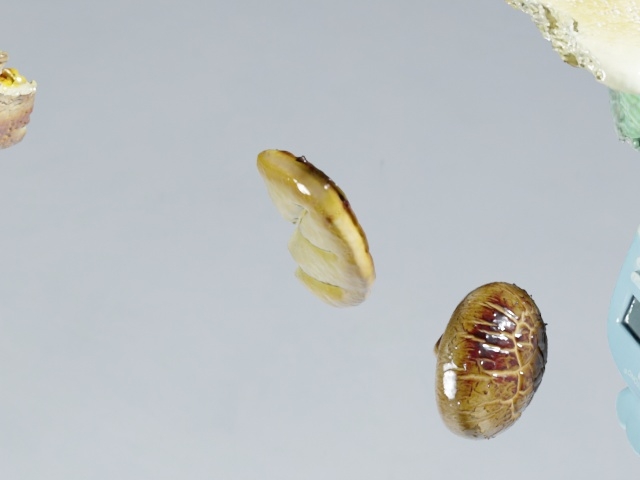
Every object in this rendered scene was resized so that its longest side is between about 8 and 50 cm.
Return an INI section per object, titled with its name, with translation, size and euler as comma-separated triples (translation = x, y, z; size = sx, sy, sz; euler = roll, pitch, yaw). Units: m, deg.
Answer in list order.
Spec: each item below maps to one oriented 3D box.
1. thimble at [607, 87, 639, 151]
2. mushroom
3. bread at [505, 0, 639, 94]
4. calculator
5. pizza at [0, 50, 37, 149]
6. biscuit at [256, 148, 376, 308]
[thimble]
translation = 0.454, -0.190, 1.906
size = 0.219, 0.219, 0.150
euler = -5, 82, -6
[mushroom]
translation = 0.128, 0.090, 1.195
size = 0.085, 0.109, 0.126
euler = 19, 75, 2
[bread]
translation = 0.279, -0.216, 1.548
size = 0.182, 0.039, 0.251
euler = -9, 38, -30
[calculator]
translation = 0.334, 0.073, 1.452
size = 0.042, 0.302, 0.188
euler = -7, 39, -24
[pizza]
translation = -0.443, -0.179, 1.966
size = 0.161, 0.305, 0.085
euler = -42, 74, -1
[biscuit]
translation = 0.003, 0.003, 1.936
size = 0.154, 0.299, 0.045
euler = 35, 69, 30
